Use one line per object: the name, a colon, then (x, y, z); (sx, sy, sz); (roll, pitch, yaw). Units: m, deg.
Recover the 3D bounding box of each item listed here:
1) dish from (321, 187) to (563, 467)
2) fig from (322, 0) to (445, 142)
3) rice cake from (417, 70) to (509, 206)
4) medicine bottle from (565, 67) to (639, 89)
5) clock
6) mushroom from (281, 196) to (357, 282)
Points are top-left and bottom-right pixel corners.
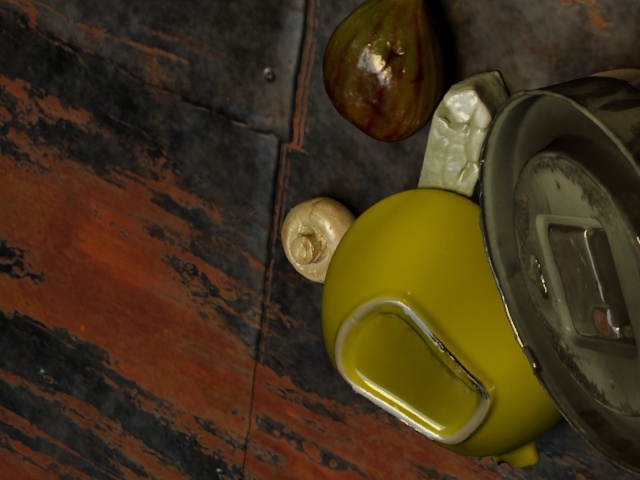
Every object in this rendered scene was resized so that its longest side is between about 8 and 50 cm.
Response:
dish: (0.102, 0.096, 1.596); (0.262, 0.108, 0.221); (41, 129, 5)
fig: (0.064, -0.163, 1.584); (0.109, 0.103, 0.155); (22, 121, -9)
rice cake: (0.109, 0.003, 1.651); (0.063, 0.066, 0.336); (20, 124, 18)
medicine bottle: (0.244, -0.042, 1.504); (0.086, 0.086, 0.183); (-1, 111, 39)
clock: (0.223, 0.026, 1.400); (0.312, 0.061, 0.313); (54, 155, 40)
mushroom: (0.000, 0.000, 1.736); (0.083, 0.067, 0.084); (13, 111, 35)
